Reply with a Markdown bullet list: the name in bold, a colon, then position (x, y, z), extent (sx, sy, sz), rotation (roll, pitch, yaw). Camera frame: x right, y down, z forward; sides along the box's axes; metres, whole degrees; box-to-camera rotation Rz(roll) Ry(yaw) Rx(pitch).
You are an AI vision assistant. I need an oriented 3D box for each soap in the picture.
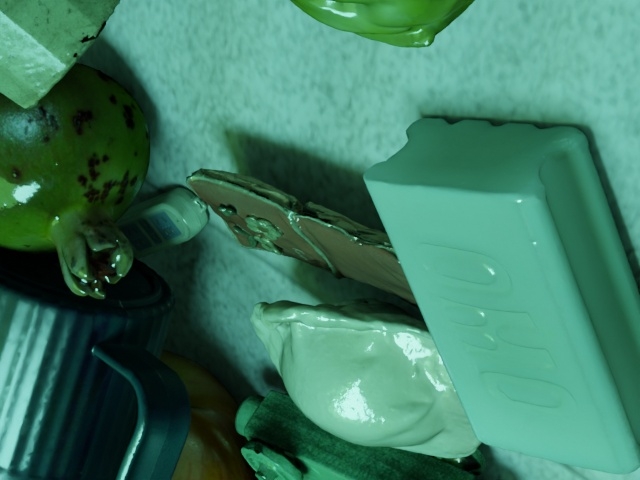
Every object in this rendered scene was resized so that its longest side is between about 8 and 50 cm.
- **soap**: position (0.153, 0.042, 1.330), extent (0.160, 0.087, 0.265), rotation (9, 134, 43)

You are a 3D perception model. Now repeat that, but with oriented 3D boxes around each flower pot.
- **flower pot**: position (-0.260, -0.227, 1.400), extent (0.202, 0.212, 0.212), rotation (38, 150, -16)

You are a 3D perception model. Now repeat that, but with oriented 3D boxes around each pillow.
- **pillow**: position (0.000, 0.000, 1.458), extent (0.232, 0.043, 0.126), rotation (22, 167, 34)

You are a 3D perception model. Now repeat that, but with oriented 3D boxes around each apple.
- **apple**: position (-0.141, 0.245, 1.773), extent (0.293, 0.163, 0.251), rotation (-118, 44, -55)

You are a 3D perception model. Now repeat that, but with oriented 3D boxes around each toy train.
- **toy train**: position (0.052, 0.226, 1.652), extent (0.285, 0.116, 0.177), rotation (18, 153, 33)

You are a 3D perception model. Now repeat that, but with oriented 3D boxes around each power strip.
- **power strip**: position (-0.164, -0.012, 1.672), extent (0.047, 0.030, 0.191), rotation (53, 146, -13)

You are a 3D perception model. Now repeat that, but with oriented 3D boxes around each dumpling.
- **dumpling**: position (0.039, 0.101, 1.488), extent (0.229, 0.124, 0.151), rotation (22, 148, 11)

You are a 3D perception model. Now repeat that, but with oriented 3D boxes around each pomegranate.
- **pomegranate**: position (-0.238, -0.049, 1.540), extent (0.179, 0.210, 0.179), rotation (1, 163, 0)

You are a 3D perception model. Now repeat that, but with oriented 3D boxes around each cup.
- **cup**: position (-0.273, 0.156, 1.602), extent (0.242, 0.292, 0.308), rotation (15, -166, -17)

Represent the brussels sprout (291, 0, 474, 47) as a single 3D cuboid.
- **brussels sprout**: position (0.020, -0.264, 0.983), extent (0.328, 0.247, 0.328), rotation (28, 148, 19)
